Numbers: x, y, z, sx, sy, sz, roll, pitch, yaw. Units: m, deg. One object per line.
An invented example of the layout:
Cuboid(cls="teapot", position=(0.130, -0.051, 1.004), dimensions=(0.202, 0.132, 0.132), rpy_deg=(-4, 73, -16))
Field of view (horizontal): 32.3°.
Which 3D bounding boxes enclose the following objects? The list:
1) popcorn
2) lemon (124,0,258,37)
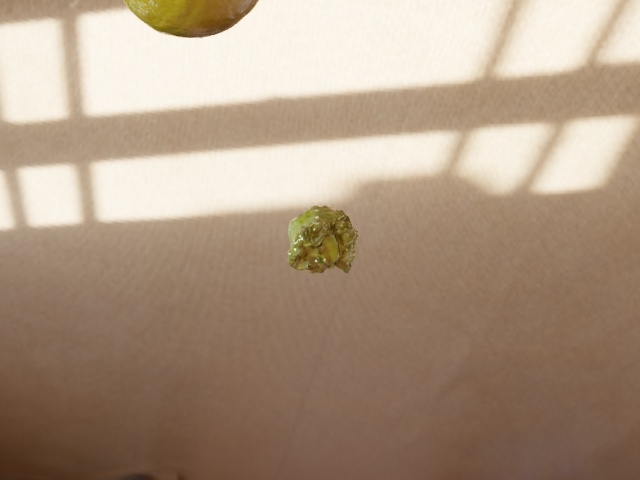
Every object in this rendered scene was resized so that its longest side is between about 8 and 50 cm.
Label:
Cuboid(cls="popcorn", position=(-0.003, 0.001, 0.992), dimensions=(0.068, 0.060, 0.083), rpy_deg=(20, -162, 24))
Cuboid(cls="lemon", position=(-0.223, -0.489, 1.904), dimensions=(0.297, 0.297, 0.297), rpy_deg=(4, 149, 3))
